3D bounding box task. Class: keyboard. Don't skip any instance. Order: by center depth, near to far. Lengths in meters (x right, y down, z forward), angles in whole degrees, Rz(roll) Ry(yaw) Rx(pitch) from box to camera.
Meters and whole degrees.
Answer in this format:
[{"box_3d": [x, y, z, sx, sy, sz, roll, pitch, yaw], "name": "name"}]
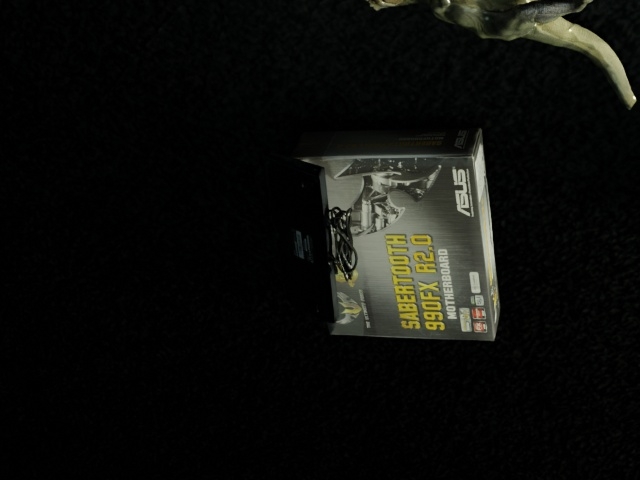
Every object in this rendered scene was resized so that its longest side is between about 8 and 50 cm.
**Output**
[{"box_3d": [0.000, 0.000, 0.972, 0.100, 0.038, 0.192, 24, 137, 33], "name": "keyboard"}]

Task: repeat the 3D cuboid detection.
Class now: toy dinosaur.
[{"box_3d": [0.162, -0.199, 0.805, 0.268, 0.064, 0.118, 21, 150, -2], "name": "toy dinosaur"}]

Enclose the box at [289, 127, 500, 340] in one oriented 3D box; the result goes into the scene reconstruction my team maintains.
[{"box_3d": [0.081, -0.002, 0.992, 0.183, 0.056, 0.231, 1, 127, 18], "name": "box"}]
